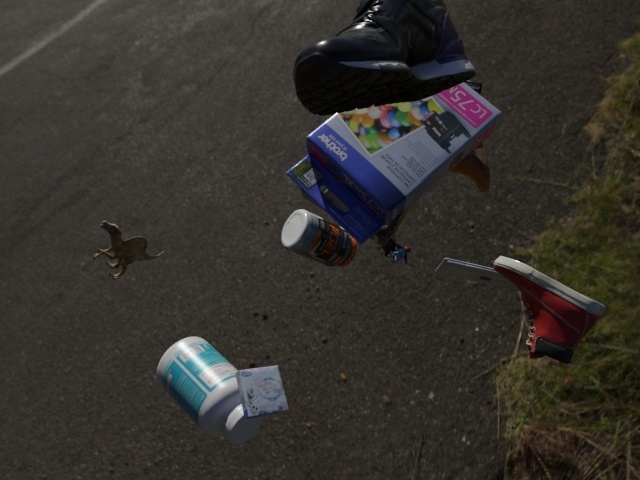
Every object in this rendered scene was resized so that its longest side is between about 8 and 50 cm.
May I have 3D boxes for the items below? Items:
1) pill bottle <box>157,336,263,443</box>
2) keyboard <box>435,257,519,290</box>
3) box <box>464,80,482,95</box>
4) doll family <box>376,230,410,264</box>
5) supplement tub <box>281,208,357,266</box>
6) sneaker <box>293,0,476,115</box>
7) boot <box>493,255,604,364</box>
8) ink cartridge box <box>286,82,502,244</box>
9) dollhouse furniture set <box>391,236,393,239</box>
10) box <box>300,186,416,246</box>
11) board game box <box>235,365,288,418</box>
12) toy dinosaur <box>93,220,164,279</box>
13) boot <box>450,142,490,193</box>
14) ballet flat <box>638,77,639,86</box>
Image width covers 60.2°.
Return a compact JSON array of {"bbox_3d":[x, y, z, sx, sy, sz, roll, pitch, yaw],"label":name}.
[{"bbox_3d":[-0.248,0.346,1.267,0.146,0.146,0.264,-41,51,-21],"label":"pill bottle"},{"bbox_3d":[0.429,0.091,1.422,0.256,0.072,0.014,13,61,-5],"label":"keyboard"},{"bbox_3d":[0.395,-0.434,1.691,0.175,0.220,0.051,11,88,11],"label":"box"},{"bbox_3d":[0.247,-0.001,1.935,0.076,0.193,0.111,-16,7,38],"label":"doll family"},{"bbox_3d":[0.000,0.000,1.495,0.117,0.190,0.117,-32,47,41],"label":"supplement tub"},{"bbox_3d":[0.056,-0.210,0.577,0.107,0.124,0.283,-15,5,39],"label":"sneaker"},{"bbox_3d":[0.455,0.153,1.203,0.244,0.088,0.176,35,103,36],"label":"boot"},{"bbox_3d":[0.115,-0.157,0.887,0.311,0.065,0.186,-41,73,-12],"label":"ink cartridge box"},{"bbox_3d":[0.245,-0.059,2.116,0.129,0.184,0.129,19,92,4],"label":"dollhouse furniture set"},{"bbox_3d":[0.103,-0.130,1.008,0.183,0.056,0.231,34,76,16],"label":"box"},{"bbox_3d":[-0.113,0.292,1.070,0.090,0.020,0.090,2,62,-37],"label":"board game box"},{"bbox_3d":[-0.359,0.028,1.037,0.093,0.183,0.053,-39,63,-1],"label":"toy dinosaur"},{"bbox_3d":[0.333,-0.187,1.367,0.152,0.197,0.073,-13,35,21],"label":"boot"},{"bbox_3d":[0.437,-0.138,0.654,0.052,0.057,0.168,-24,93,-3],"label":"ballet flat"}]
